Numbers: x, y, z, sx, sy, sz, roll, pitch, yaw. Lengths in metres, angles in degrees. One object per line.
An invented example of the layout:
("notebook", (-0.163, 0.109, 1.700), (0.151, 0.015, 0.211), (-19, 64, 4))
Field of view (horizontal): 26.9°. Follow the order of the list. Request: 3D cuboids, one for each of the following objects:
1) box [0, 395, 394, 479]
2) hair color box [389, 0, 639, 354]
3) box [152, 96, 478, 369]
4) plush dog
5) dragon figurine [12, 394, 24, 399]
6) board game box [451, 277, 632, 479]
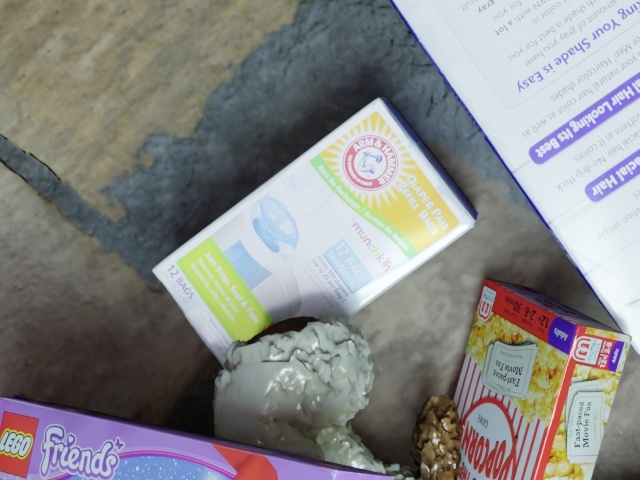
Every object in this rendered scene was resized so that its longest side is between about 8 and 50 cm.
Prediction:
("box", (-0.102, 0.212, 0.791), (0.293, 0.057, 0.201), (5, 82, 40))
("hair color box", (0.197, -0.113, 0.923), (0.185, 0.110, 0.339), (-34, 88, 7))
("box", (0.000, 0.000, 0.958), (0.203, 0.103, 0.114), (-36, 90, 9))
("plush dog", (-0.004, 0.200, 0.903), (0.262, 0.225, 0.211), (-44, 56, 23))
("dragon figurine", (-0.236, 0.174, 1.009), (0.144, 0.085, 0.289), (-40, 93, 6))
("board game box", (0.137, 0.137, 0.928), (0.045, 0.147, 0.193), (12, 96, -19))
